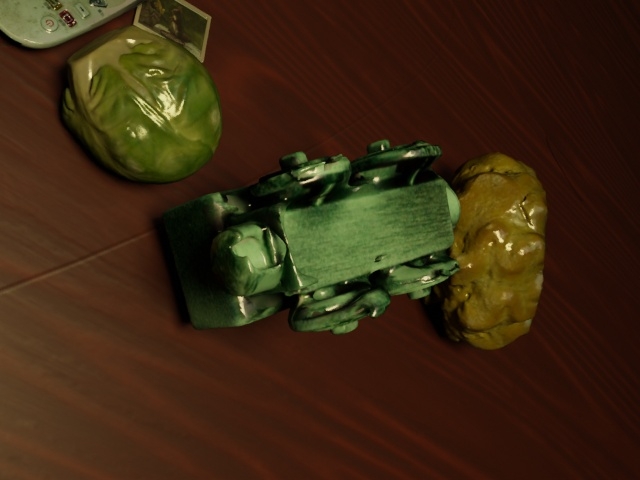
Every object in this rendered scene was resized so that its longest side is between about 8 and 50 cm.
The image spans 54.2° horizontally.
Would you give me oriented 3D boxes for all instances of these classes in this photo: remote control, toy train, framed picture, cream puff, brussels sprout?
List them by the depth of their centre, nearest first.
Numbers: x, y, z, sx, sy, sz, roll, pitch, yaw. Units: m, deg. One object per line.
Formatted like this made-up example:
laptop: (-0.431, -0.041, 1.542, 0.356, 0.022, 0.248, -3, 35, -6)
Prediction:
brussels sprout: (-0.162, -0.131, 0.603, 0.155, 0.118, 0.155, 1, 88, -48)
remote control: (-0.222, -0.270, 0.630, 0.097, 0.045, 0.256, 48, 54, -7)
toy train: (0.000, 0.000, 0.638, 0.299, 0.238, 0.166, -14, 91, -42)
framed picture: (-0.165, -0.246, 0.703, 0.089, 0.007, 0.066, 22, 65, -38)
cream puff: (0.219, 0.012, 0.902, 0.282, 0.185, 0.281, 4, 90, -82)
